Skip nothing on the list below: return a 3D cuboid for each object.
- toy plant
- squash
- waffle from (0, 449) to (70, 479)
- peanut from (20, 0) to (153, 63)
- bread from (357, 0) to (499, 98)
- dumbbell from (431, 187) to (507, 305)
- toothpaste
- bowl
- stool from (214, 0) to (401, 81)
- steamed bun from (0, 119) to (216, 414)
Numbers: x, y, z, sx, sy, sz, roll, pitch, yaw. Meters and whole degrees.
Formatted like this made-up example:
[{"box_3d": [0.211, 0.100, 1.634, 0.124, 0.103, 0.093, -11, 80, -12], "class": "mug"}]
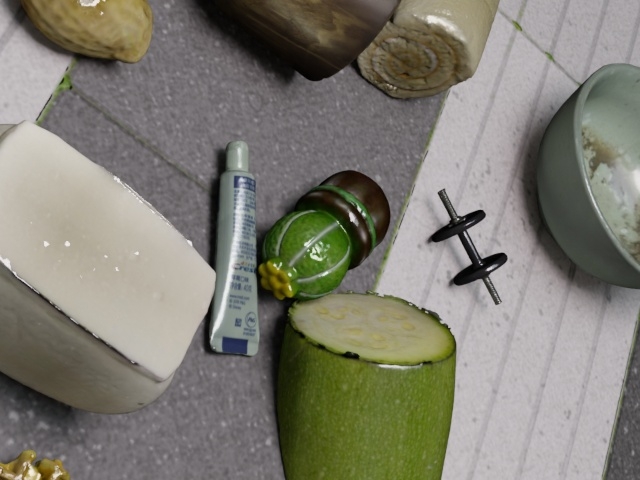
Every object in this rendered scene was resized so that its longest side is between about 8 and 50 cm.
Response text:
[{"box_3d": [0.000, 0.000, 1.219, 0.162, 0.093, 0.092, -44, 104, -37], "class": "toy plant"}, {"box_3d": [0.036, 0.201, 1.225, 0.189, 0.189, 0.260, -10, 117, -40], "class": "squash"}, {"box_3d": [-0.256, 0.256, 0.962, 0.191, 0.038, 0.191, 14, 66, -34], "class": "waffle"}, {"box_3d": [-0.243, -0.257, 1.110, 0.103, 0.098, 0.229, -36, 103, -13], "class": "peanut"}, {"box_3d": [0.125, -0.250, 1.364, 0.134, 0.148, 0.141, 27, 59, -11], "class": "bread"}, {"box_3d": [0.170, 0.008, 1.365, 0.069, 0.069, 0.147, -32, 95, -41], "class": "dumbbell"}, {"box_3d": [-0.084, 0.006, 1.186, 0.062, 0.037, 0.216, 10, 73, -39], "class": "toothpaste"}, {"box_3d": [0.364, -0.061, 1.494, 0.289, 0.146, 0.289, 15, 65, -34], "class": "bowl"}, {"box_3d": [-0.056, -0.308, 1.220, 0.264, 0.179, 0.179, 35, 56, -25], "class": "stool"}, {"box_3d": [-0.220, 0.029, 0.983, 0.242, 0.164, 0.146, 40, 53, -20], "class": "steamed bun"}]
